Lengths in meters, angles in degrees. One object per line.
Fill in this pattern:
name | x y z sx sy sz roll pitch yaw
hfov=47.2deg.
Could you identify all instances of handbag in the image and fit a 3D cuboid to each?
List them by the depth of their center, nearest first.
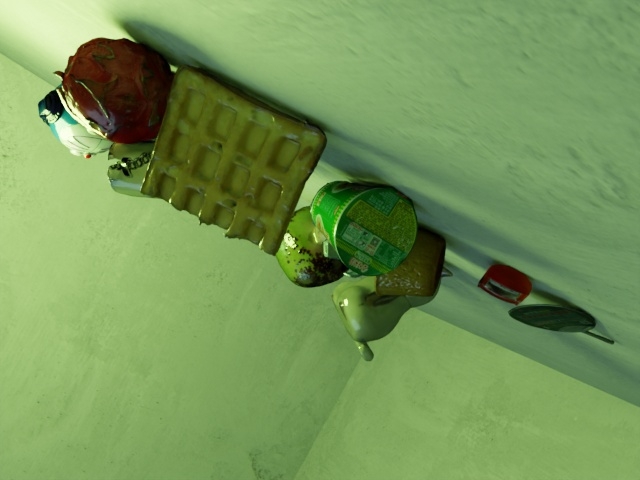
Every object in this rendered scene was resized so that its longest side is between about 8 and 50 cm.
handbag | -0.280 -0.163 1.710 0.359 0.160 0.237 5 -172 9

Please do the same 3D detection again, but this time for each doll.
doll | -0.639 -0.365 2.079 0.284 0.240 0.310 2 164 -40
doll | 0.195 0.160 2.221 0.226 0.370 0.215 47 173 -2

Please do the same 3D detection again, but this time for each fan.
fan | 0.633 0.205 1.861 0.295 0.012 0.223 13 160 6

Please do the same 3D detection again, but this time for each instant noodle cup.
instant noodle cup | 0.087 -0.049 1.711 0.207 0.207 0.233 32 -177 -26

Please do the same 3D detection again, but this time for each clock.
clock | 0.457 0.104 1.806 0.113 0.061 0.155 27 171 10

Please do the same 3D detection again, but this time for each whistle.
whistle | 0.132 0.015 2.134 0.269 0.180 0.093 -7 -165 -27

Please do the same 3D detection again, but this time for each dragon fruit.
dragon fruit | -0.428 -0.322 1.580 0.241 0.240 0.252 26 -169 35

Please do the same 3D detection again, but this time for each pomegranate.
pomegranate | 0.000 0.000 2.400 0.285 0.284 0.341 30 149 -11

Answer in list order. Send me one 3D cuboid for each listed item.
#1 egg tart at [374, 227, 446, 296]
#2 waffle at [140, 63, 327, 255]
egg tart | 0.223 0.052 1.870 0.171 0.215 0.215 12 170 15
waffle | -0.179 -0.162 1.499 0.348 0.304 0.077 28 -160 11
